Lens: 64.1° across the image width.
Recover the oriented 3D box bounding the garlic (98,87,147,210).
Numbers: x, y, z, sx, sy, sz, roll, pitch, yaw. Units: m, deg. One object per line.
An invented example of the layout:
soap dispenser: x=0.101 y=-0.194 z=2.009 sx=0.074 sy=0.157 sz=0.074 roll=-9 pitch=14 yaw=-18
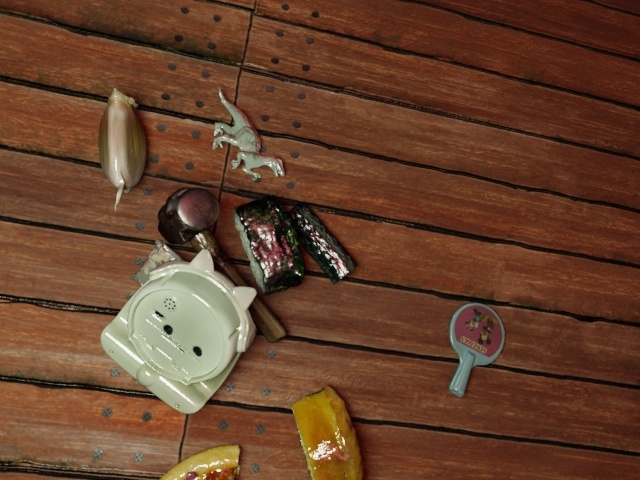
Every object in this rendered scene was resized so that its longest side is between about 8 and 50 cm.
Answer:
garlic: x=-0.443 y=-0.179 z=1.142 sx=0.128 sy=0.148 sz=0.267 roll=-15 pitch=80 yaw=16

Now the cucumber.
cucumber: x=-0.001 y=0.000 z=1.241 sx=0.078 sy=0.062 sz=0.211 roll=-37 pitch=88 yaw=-16

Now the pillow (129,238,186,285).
pillow: x=-0.290 y=0.114 z=1.129 sx=0.255 sy=0.169 sz=0.059 roll=41 pitch=36 yaw=-1

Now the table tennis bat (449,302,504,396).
table tennis bat: x=0.378 y=0.271 z=1.280 sx=0.153 sy=0.040 sz=0.244 roll=29 pitch=69 yaw=-5

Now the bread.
bread: x=0.026 y=0.459 z=1.112 sx=0.129 sy=0.134 sz=0.260 roll=-15 pitch=81 yaw=-14

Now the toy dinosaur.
toy dinosaur: x=-0.189 y=-0.266 z=1.264 sx=0.167 sy=0.053 sz=0.242 roll=-9 pitch=80 yaw=-15

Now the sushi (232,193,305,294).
sushi: x=-0.114 y=0.008 z=1.183 sx=0.127 sy=0.124 sz=0.225 roll=-19 pitch=82 yaw=-14

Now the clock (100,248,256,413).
clock: x=-0.272 y=0.173 z=1.038 sx=0.265 sy=0.108 sz=0.324 roll=39 pitch=114 yaw=0

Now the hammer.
hammer: x=-0.207 y=0.073 z=1.124 sx=0.095 sy=0.242 sz=0.409 roll=-39 pitch=102 yaw=-23

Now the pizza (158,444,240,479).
pizza: x=-0.252 y=0.575 z=1.055 sx=0.289 sy=0.081 sz=0.229 roll=-34 pitch=87 yaw=-18
